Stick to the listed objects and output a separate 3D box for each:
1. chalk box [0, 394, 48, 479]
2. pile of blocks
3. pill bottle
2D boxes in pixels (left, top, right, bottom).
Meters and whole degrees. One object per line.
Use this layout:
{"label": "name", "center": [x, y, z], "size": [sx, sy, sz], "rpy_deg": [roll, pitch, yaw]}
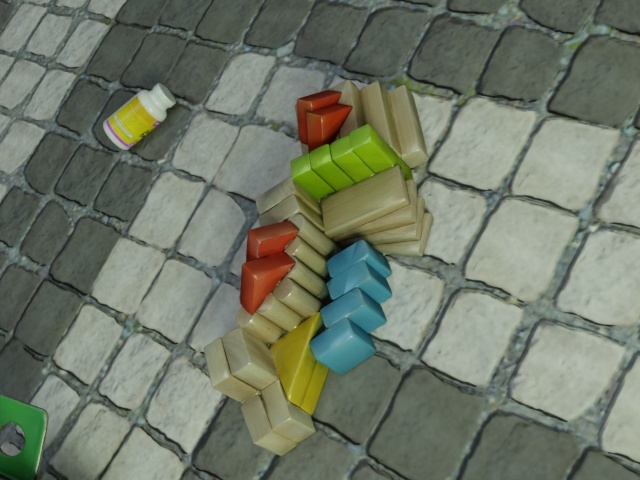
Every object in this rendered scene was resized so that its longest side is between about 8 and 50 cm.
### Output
{"label": "chalk box", "center": [-0.313, 0.285, 0.855], "size": [0.180, 0.179, 0.288], "rpy_deg": [6, 67, 38]}
{"label": "pile of blocks", "center": [0.000, 0.000, 0.841], "size": [0.149, 0.113, 0.362], "rpy_deg": [0, 65, 35]}
{"label": "pill bottle", "center": [-0.210, -0.146, 1.120], "size": [0.083, 0.043, 0.043], "rpy_deg": [-37, 49, 13]}
